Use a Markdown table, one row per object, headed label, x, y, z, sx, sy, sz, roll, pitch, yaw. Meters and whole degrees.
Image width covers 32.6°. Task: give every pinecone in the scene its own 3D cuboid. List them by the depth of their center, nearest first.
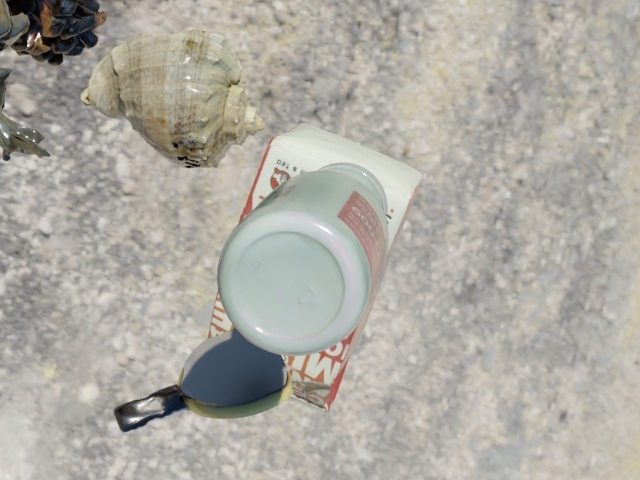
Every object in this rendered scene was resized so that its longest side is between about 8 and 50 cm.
| label | x | y | z | sx | sy | sz | roll | pitch | yaw |
| --- | --- | --- | --- | --- | --- | --- | --- | --- | --- |
| pinecone | -0.395 | -0.343 | 1.565 | 0.168 | 0.186 | 0.212 | -44 | 142 | 14 |

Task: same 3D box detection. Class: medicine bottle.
| label | x | y | z | sx | sy | sz | roll | pitch | yaw |
| --- | --- | --- | --- | --- | --- | --- | --- | --- | --- |
| medicine bottle | 0.000 | 0.000 | 0.713 | 0.217 | 0.090 | 0.091 | -55 | 148 | -73 |

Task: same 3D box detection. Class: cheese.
| label | x | y | z | sx | sy | sz | roll | pitch | yaw |
| --- | --- | --- | --- | --- | --- | --- | --- | --- | --- |
| cheese | -0.111 | 0.137 | 1.010 | 0.162 | 0.086 | 0.036 | -21 | 159 | -17 |

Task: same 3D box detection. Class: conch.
| label | x | y | z | sx | sy | sz | roll | pitch | yaw |
| --- | --- | --- | --- | --- | --- | --- | --- | --- | --- |
| conch | -0.160 | -0.163 | 1.229 | 0.130 | 0.207 | 0.155 | -90 | -165 | -80 |

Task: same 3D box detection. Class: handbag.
| label | x | y | z | sx | sy | sz | roll | pitch | yaw |
| --- | --- | --- | --- | --- | --- | --- | --- | --- | --- |
| handbag | -0.018 | 0.036 | 1.200 | 0.151 | 0.171 | 0.298 | -51 | 164 | -72 |

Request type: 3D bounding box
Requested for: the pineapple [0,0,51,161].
| label | x | y | z | sx | sy | sz | roll | pitch | yaw |
| --- | --- | --- | --- | --- | --- | --- | --- | --- | --- |
| pineapple | -0.345 | -0.169 | 0.872 | 0.222 | 0.357 | 0.223 | -28 | 147 | -20 |
